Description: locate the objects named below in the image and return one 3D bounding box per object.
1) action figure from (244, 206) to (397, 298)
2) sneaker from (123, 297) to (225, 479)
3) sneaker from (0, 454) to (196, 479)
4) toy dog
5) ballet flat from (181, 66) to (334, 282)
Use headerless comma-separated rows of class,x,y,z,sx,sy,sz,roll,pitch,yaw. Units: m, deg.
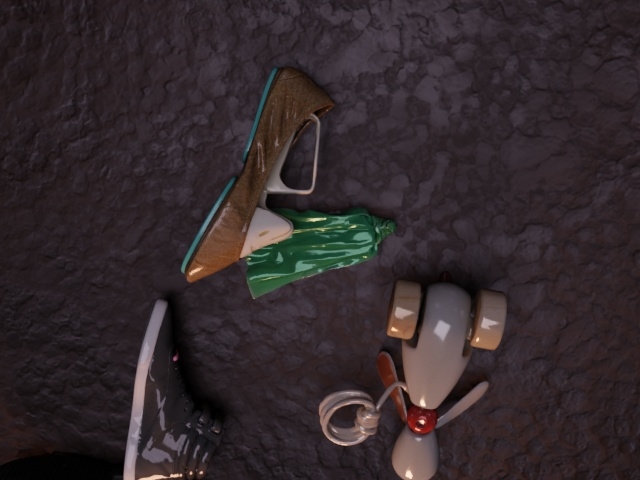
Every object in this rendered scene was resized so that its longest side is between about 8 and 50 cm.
action figure,0.000,0.000,1.141,0.232,0.063,0.137,-10,96,12
sneaker,-0.216,0.239,1.193,0.147,0.104,0.296,7,94,-9
sneaker,-0.370,0.436,1.221,0.330,0.122,0.146,9,104,1
toy dog,0.158,0.177,1.132,0.220,0.161,0.334,29,116,-2
ballet flat,-0.075,-0.079,1.094,0.124,0.116,0.342,25,84,-1
